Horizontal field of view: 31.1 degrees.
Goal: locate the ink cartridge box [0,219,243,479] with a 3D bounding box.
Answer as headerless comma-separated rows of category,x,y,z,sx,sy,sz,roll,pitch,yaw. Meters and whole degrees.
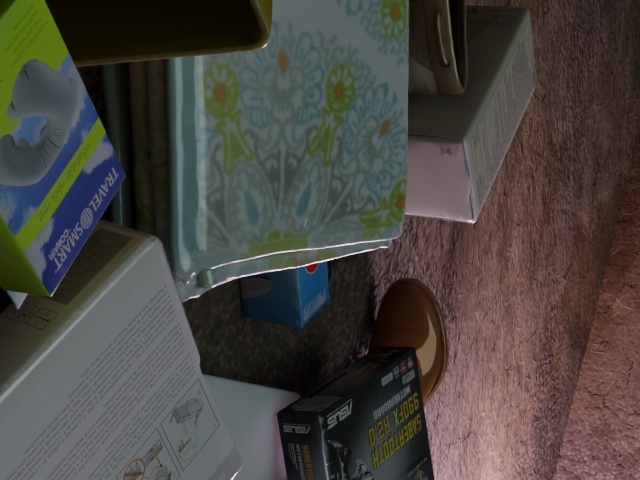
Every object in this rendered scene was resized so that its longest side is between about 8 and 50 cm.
ink cartridge box,-0.191,0.176,0.834,0.296,0.066,0.261,-50,141,-36

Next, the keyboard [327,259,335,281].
keyboard,0.000,0.000,1.298,0.100,0.038,0.192,28,73,-65

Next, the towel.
towel,-0.044,-0.150,0.980,0.321,0.090,0.374,-12,106,-51

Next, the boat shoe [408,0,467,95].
boat shoe,0.154,-0.352,1.440,0.122,0.110,0.341,-19,115,-64

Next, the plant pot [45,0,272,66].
plant pot,-0.142,-0.250,0.707,0.212,0.212,0.187,68,26,-49

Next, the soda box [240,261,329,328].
soda box,-0.042,-0.021,1.152,0.067,0.071,0.210,-43,135,-53

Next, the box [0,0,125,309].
box,-0.176,-0.051,0.680,0.178,0.042,0.109,72,34,-46

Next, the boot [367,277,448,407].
boot,0.061,0.186,1.443,0.220,0.109,0.283,6,99,-62

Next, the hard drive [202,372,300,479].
hard drive,-0.125,0.241,1.081,0.353,0.047,0.232,28,72,-65

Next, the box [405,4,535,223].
box,0.194,-0.180,1.574,0.311,0.121,0.148,-59,148,-42

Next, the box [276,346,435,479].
box,0.046,0.237,1.276,0.231,0.056,0.183,-23,106,-57
